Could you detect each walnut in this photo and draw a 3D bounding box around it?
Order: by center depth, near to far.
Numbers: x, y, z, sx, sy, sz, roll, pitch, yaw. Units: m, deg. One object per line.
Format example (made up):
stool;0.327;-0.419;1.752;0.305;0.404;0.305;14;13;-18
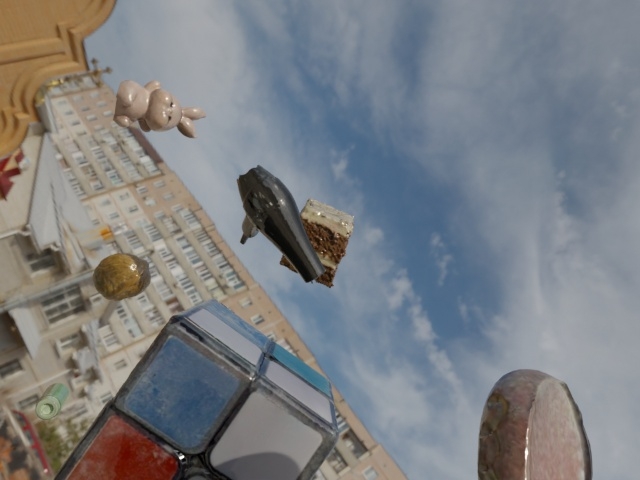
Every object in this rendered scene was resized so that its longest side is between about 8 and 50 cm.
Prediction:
walnut;-0.407;0.074;1.104;0.124;0.105;0.105;-20;-85;26

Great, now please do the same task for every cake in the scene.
cake;0.000;0.000;1.151;0.134;0.135;0.147;26;-76;-2

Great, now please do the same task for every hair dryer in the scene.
hair dryer;-0.100;-0.014;1.054;0.235;0.091;0.271;57;-22;-5

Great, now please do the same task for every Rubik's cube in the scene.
Rubik's cube;-0.182;0.317;0.913;0.316;0.313;0.318;36;-1;1

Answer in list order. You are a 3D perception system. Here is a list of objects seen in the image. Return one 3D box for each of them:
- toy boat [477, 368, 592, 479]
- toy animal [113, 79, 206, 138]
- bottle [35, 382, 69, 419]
toy boat;0.202;0.240;0.533;0.155;0.227;0.085;33;-36;-31
toy animal;-0.367;-0.305;1.252;0.124;0.212;0.124;-171;-90;-66
bottle;-0.340;0.204;0.680;0.030;0.030;0.083;68;-17;-5
